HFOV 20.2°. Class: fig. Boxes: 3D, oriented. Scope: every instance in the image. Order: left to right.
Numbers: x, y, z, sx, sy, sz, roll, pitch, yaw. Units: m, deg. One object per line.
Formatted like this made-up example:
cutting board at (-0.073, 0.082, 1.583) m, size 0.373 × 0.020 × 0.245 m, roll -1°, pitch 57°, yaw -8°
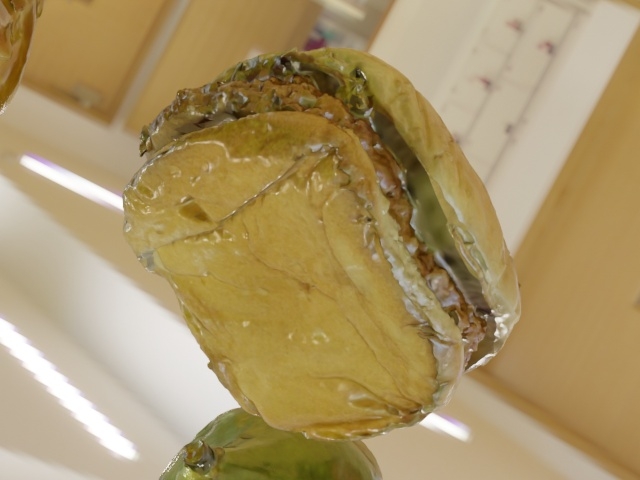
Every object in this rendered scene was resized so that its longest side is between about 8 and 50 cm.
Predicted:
fig at (-0.081, 0.248, 1.760) m, size 0.314 × 0.233 × 0.233 m, roll 27°, pitch -176°, yaw -41°

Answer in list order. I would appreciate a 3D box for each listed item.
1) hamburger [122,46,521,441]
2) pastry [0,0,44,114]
hamburger at (0.001, 0.001, 1.286) m, size 0.260 × 0.144 × 0.283 m, roll -5°, pitch 125°, yaw 37°
pastry at (-0.277, -0.080, 0.978) m, size 0.237 × 0.256 × 0.170 m, roll 12°, pitch -123°, yaw -36°
